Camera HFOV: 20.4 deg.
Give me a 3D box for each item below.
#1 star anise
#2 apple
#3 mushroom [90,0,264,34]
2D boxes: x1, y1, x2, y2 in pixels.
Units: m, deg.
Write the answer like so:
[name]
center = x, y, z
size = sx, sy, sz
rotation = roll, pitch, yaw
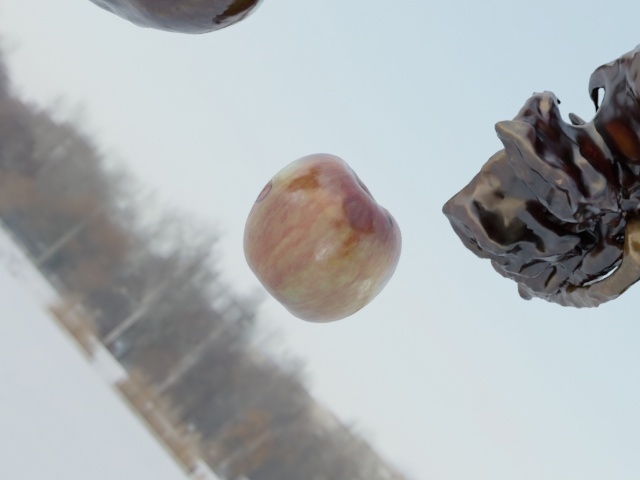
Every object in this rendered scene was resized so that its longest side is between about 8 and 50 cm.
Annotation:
[star anise]
center = 0.189, -0.029, 1.151
size = 0.126, 0.190, 0.220
rotation = 59, 10, 30
[apple]
center = 0.000, 0.000, 1.605
size = 0.146, 0.131, 0.146
rotation = 47, 8, -9
[mushroom]
center = -0.127, -0.308, 1.514
size = 0.267, 0.267, 0.254
rotation = 52, 24, -18
